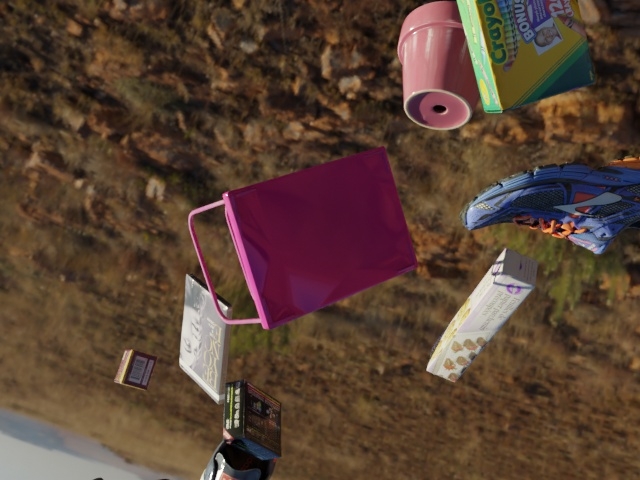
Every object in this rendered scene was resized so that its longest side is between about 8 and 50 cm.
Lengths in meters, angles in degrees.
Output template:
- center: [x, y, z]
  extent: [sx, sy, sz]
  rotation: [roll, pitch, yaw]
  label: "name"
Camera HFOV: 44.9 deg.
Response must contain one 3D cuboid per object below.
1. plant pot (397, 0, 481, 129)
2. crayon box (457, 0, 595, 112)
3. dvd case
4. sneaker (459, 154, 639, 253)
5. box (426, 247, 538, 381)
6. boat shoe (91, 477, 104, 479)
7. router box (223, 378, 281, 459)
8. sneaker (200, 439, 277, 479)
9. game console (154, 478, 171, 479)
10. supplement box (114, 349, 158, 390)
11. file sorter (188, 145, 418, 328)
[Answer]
- center: [0.237, -0.320, 1.474]
  extent: [0.201, 0.180, 0.201]
  rotation: [11, 155, 5]
  label: "plant pot"
- center: [0.316, -0.360, 1.231]
  extent: [0.165, 0.278, 0.081]
  rotation: [-18, -170, -5]
  label: "crayon box"
- center: [-0.235, 0.198, 1.571]
  extent: [0.018, 0.221, 0.164]
  rotation: [-10, -152, -37]
  label: "dvd case"
- center: [0.242, -0.029, 0.727]
  extent: [0.221, 0.087, 0.083]
  rotation: [-7, 175, 3]
  label: "sneaker"
- center: [0.285, 0.143, 1.397]
  extent: [0.063, 0.067, 0.324]
  rotation: [23, 137, -2]
  label: "box"
- center: [-0.251, 0.464, 1.080]
  extent: [0.114, 0.091, 0.302]
  rotation: [3, 129, 56]
  label: "boat shoe"
- center: [-0.104, 0.281, 1.206]
  extent: [0.038, 0.092, 0.122]
  rotation: [-15, 145, 21]
  label: "router box"
- center: [-0.172, 0.457, 1.340]
  extent: [0.131, 0.350, 0.148]
  rotation: [21, 145, 1]
  label: "sneaker"
- center: [-0.420, 0.658, 1.594]
  extent: [0.250, 0.293, 0.173]
  rotation: [-9, 164, -4]
  label: "game console"
- center: [-0.286, 0.200, 1.196]
  extent: [0.043, 0.055, 0.083]
  rotation: [20, 166, -18]
  label: "supplement box"
- center: [-0.033, -0.005, 1.227]
  extent: [0.290, 0.202, 0.182]
  rotation: [-20, -174, -33]
  label: "file sorter"
